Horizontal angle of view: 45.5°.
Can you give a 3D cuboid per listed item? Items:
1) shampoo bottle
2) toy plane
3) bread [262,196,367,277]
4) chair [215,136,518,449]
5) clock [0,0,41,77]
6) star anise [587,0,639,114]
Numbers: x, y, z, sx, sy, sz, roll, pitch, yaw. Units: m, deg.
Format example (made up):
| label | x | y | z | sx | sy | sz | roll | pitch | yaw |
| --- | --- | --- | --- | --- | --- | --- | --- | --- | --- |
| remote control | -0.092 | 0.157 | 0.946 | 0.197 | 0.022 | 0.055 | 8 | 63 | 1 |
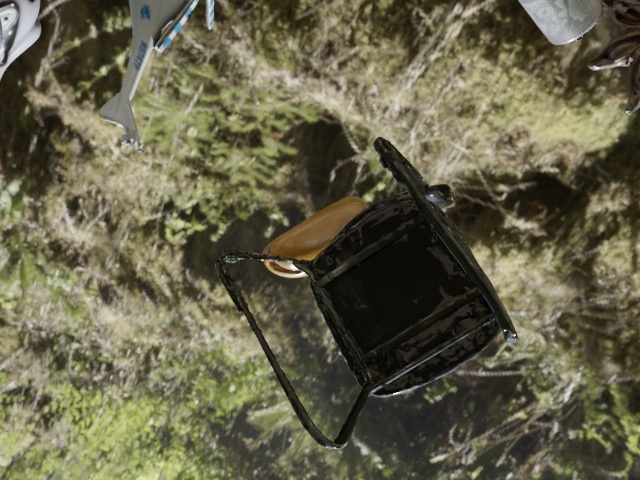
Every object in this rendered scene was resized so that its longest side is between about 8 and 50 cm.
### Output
| label | x | y | z | sx | sy | sz | roll | pitch | yaw |
| --- | --- | --- | --- | --- | --- | --- | --- | --- | --- |
| shampoo bottle | 0.207 | -0.296 | 0.783 | 0.214 | 0.072 | 0.072 | 40 | -153 | -28 |
| toy plane | -0.183 | -0.241 | 0.830 | 0.107 | 0.273 | 0.182 | 20 | -165 | 3 |
| bread | 0.000 | 0.000 | 1.092 | 0.189 | 0.114 | 0.077 | -35 | -86 | -37 |
| chair | 0.054 | 0.032 | 0.550 | 0.145 | 0.140 | 0.221 | 59 | -165 | 10 |
| clock | -0.342 | -0.166 | 0.650 | 0.189 | 0.254 | 0.189 | 54 | -177 | -5 |
| star anise | 0.442 | -0.263 | 1.010 | 0.063 | 0.172 | 0.208 | -4 | -127 | -45 |
